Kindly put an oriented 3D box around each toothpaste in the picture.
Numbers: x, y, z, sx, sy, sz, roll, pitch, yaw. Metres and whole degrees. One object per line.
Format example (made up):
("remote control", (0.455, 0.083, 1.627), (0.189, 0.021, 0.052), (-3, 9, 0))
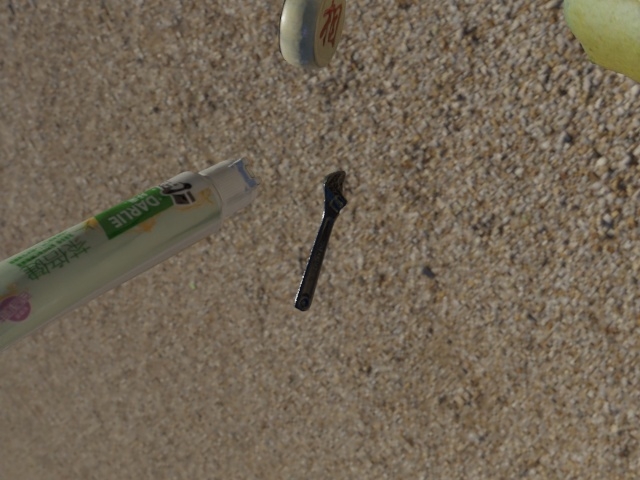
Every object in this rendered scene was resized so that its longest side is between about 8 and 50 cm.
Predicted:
("toothpaste", (-0.159, 0.017, 0.553), (0.058, 0.314, 0.056), (-28, 94, 46))

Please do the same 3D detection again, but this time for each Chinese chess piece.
("Chinese chess piece", (-0.009, -0.274, 1.044), (0.051, 0.122, 0.122), (17, 136, 14))

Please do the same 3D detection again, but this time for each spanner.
("spanner", (0.000, 0.000, 1.188), (0.012, 0.046, 0.208), (20, 93, 59))

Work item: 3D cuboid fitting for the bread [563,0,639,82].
("bread", (0.553, -0.355, 1.171), (0.395, 0.264, 0.239), (-38, 120, 24))
